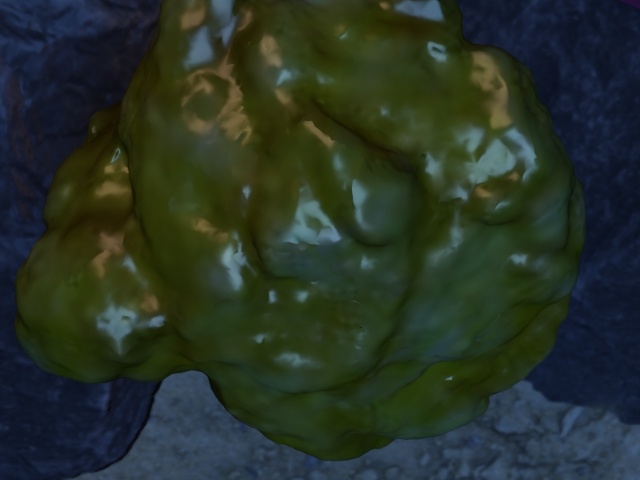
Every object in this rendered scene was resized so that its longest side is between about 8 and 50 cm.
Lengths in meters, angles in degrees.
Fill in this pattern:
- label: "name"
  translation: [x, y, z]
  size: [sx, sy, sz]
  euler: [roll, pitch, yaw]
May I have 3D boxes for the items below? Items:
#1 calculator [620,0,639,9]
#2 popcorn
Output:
- label: "calculator"
  translation: [0.225, -0.257, 0.843]
  size: [0.126, 0.034, 0.190]
  euler: [21, 109, -12]
- label: "popcorn"
  translation: [0.005, 0.000, 0.798]
  size: [0.334, 0.293, 0.292]
  euler: [28, 79, -18]
